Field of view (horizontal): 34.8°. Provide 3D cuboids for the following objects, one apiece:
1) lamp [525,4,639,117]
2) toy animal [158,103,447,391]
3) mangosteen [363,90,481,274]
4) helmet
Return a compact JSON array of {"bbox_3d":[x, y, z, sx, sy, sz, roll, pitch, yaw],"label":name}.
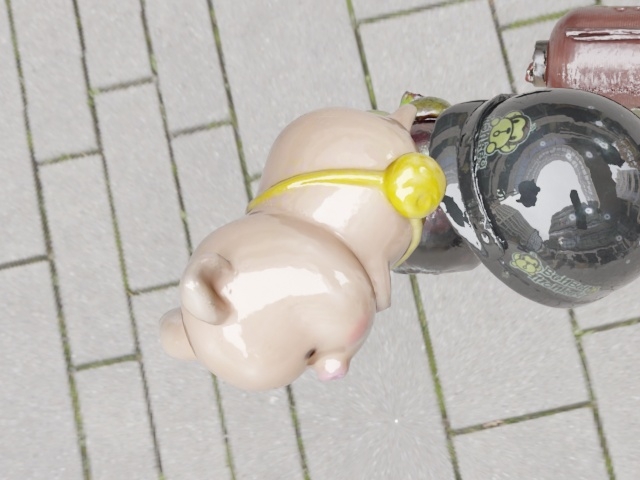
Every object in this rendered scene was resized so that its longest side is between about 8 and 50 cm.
[{"bbox_3d":[0.434,-0.264,1.513,0.258,0.180,0.180,4,80,15],"label":"lamp"},{"bbox_3d":[0.000,-0.002,0.738,0.149,0.165,0.248,36,63,11],"label":"toy animal"},{"bbox_3d":[0.170,-0.085,1.657,0.300,0.300,0.300,-1,80,4],"label":"mangosteen"},{"bbox_3d":[0.262,-0.063,1.059,0.278,0.160,0.231,28,61,-24],"label":"helmet"}]
